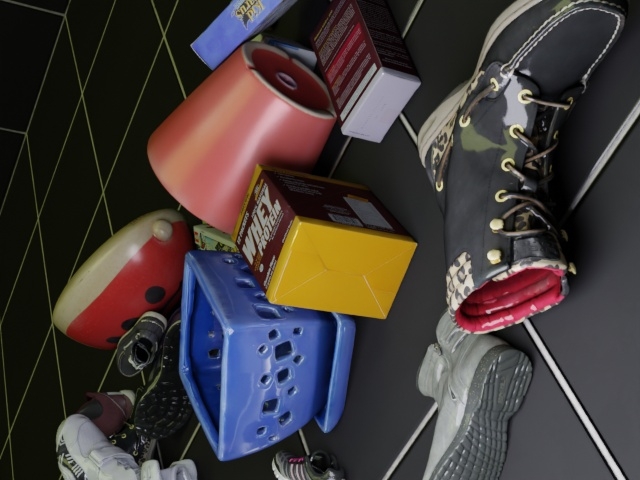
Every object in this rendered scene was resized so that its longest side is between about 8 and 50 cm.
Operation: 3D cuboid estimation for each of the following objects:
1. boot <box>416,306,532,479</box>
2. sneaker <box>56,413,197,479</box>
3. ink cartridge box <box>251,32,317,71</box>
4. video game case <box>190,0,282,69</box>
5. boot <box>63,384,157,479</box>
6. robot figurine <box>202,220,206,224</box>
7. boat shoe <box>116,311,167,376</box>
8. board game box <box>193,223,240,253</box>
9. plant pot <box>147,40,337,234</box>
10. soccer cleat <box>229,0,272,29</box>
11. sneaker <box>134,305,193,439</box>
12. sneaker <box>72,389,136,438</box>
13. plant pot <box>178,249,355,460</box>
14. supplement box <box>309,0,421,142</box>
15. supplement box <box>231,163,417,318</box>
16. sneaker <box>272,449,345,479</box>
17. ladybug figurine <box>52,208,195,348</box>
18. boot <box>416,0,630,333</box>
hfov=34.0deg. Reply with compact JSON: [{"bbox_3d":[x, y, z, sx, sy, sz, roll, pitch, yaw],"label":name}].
[{"bbox_3d":[0.164,0.212,1.292,0.247,0.083,0.161,-68,25,7],"label":"boot"},{"bbox_3d":[-0.366,0.453,2.037,0.210,0.137,0.366,-43,61,17],"label":"sneaker"},{"bbox_3d":[-0.071,-0.333,1.872,0.122,0.088,0.052,40,117,58],"label":"ink cartridge box"},{"bbox_3d":[-0.066,-0.421,1.729,0.269,0.061,0.244,-36,10,39],"label":"video game case"},{"bbox_3d":[-0.441,0.420,2.215,0.085,0.178,0.237,-1,81,63],"label":"boot"},{"bbox_3d":[-0.194,-0.064,2.036,0.101,0.067,0.115,155,120,-67],"label":"robot figurine"},{"bbox_3d":[-0.365,0.220,2.076,0.206,0.075,0.065,-54,15,43],"label":"boat shoe"},{"bbox_3d":[-0.139,0.085,1.843,0.305,0.053,0.193,19,118,62],"label":"board game box"},{"bbox_3d":[-0.114,-0.178,1.746,0.243,0.274,0.275,-51,38,26],"label":"plant pot"},{"bbox_3d":[-0.153,-0.458,2.076,0.196,0.076,0.068,39,115,59],"label":"soccer cleat"},{"bbox_3d":[-0.295,0.264,2.112,0.124,0.107,0.283,-111,42,-67],"label":"sneaker"},{"bbox_3d":[-0.491,0.465,2.313,0.106,0.162,0.282,-38,49,51],"label":"sneaker"},{"bbox_3d":[-0.080,0.158,1.570,0.236,0.212,0.236,-127,39,-55],"label":"plant pot"},{"bbox_3d":[0.064,-0.282,1.623,0.130,0.073,0.239,-54,38,38],"label":"supplement box"},{"bbox_3d":[0.000,0.000,1.526,0.194,0.191,0.129,54,128,55],"label":"supplement box"},{"bbox_3d":[-0.013,0.344,1.579,0.170,0.063,0.075,24,103,56],"label":"sneaker"},{"bbox_3d":[-0.388,0.095,2.163,0.162,0.305,0.449,50,142,5],"label":"ladybug figurine"},{"bbox_3d":[0.231,-0.086,1.171,0.377,0.138,0.284,133,141,-51],"label":"boot"}]
